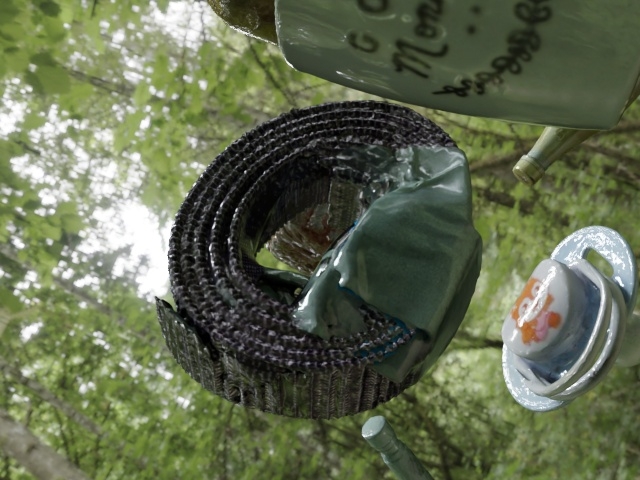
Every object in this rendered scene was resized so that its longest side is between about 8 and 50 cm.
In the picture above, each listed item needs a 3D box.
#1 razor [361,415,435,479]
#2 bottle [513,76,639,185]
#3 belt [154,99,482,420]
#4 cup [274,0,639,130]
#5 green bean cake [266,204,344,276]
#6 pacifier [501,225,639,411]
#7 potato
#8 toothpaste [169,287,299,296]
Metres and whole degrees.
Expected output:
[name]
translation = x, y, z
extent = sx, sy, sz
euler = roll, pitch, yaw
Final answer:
[razor]
translation = 0.106, 0.244, 0.739
extent = 0.068, 0.106, 0.232
euler = -43, -67, -11
[bottle]
translation = 0.362, -0.180, 1.109
extent = 0.270, 0.083, 0.083
euler = -45, -22, -9
[belt]
translation = 0.009, 0.006, 0.728
extent = 0.325, 0.260, 0.122
euler = -55, -22, -36
[cup]
translation = 0.118, -0.206, 0.539
extent = 0.186, 0.234, 0.258
euler = -48, -27, -55
[green bean cake]
translation = 0.000, 0.000, 1.539
extent = 0.097, 0.198, 0.232
euler = -66, 6, -22
[pacifier]
translation = 0.409, 0.136, 1.218
extent = 0.299, 0.233, 0.244
euler = -64, 26, 19
[potato]
translation = -0.090, -0.489, 1.598
extent = 0.246, 0.300, 0.196
euler = -59, 3, 44
[toothpaste]
translation = -0.083, 0.067, 1.011
extent = 0.036, 0.205, 0.056
euler = 91, -163, -70
